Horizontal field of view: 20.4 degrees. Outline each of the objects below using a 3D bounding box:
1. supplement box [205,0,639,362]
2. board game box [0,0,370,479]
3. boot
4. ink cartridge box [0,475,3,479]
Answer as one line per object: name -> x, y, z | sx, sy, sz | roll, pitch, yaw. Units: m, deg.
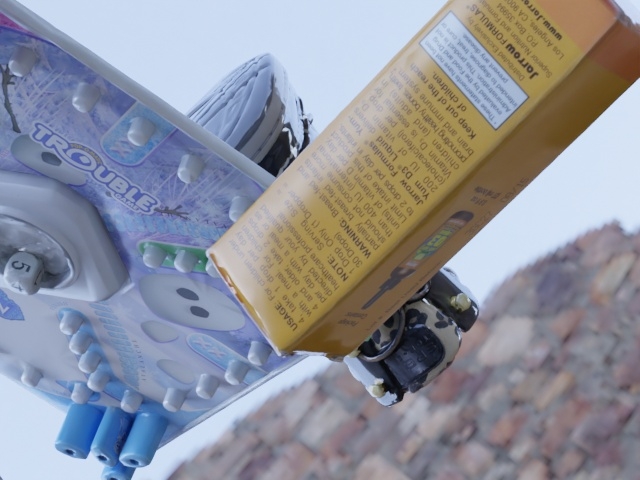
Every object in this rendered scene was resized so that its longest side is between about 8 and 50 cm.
supplement box -> 0.054, -0.043, 0.869 | 0.233, 0.080, 0.078 | -47, -24, 15
board game box -> -0.200, 0.007, 1.187 | 0.390, 0.390, 0.050 | 35, -126, -16
boot -> 0.000, 0.000, 1.398 | 0.138, 0.377, 0.284 | -45, -81, -4
ink cartridge box -> -0.345, 0.059, 1.050 | 0.066, 0.296, 0.261 | -45, -25, 8
